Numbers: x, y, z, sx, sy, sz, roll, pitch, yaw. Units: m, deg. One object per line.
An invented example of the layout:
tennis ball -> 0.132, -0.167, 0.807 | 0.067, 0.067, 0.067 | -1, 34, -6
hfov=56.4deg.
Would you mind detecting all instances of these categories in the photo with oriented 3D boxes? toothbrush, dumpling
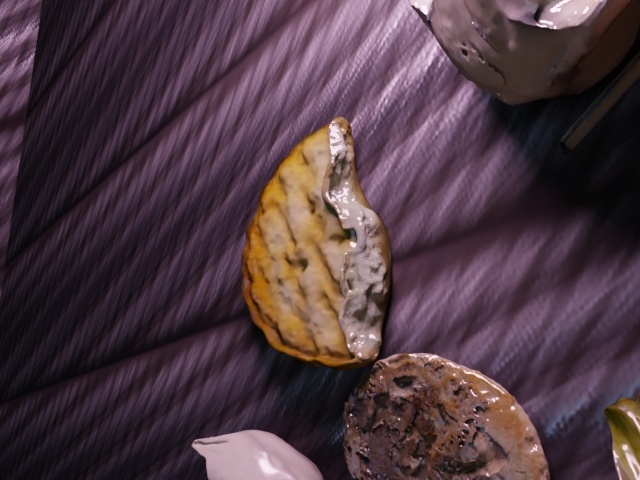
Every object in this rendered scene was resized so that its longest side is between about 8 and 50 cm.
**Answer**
toothbrush -> 0.317, -0.194, 0.531 | 0.294, 0.026, 0.028 | -57, 30, 26
dumpling -> 0.222, -0.251, 0.555 | 0.243, 0.187, 0.318 | -45, 32, 1
dumpling -> -0.070, 0.341, 0.811 | 0.250, 0.162, 0.132 | 25, 68, 35

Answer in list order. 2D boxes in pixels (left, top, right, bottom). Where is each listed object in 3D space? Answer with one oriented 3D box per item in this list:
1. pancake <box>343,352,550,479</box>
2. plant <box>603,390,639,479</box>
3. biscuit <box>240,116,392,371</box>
pancake -> 0.126, 0.263, 0.664 | 0.283, 0.049, 0.282 | -6, 81, 46
plant -> 0.270, 0.277, 0.410 | 0.305, 0.297, 0.261 | 53, 155, 19
biscuit -> 0.000, 0.000, 0.820 | 0.329, 0.078, 0.334 | 31, 107, 48
